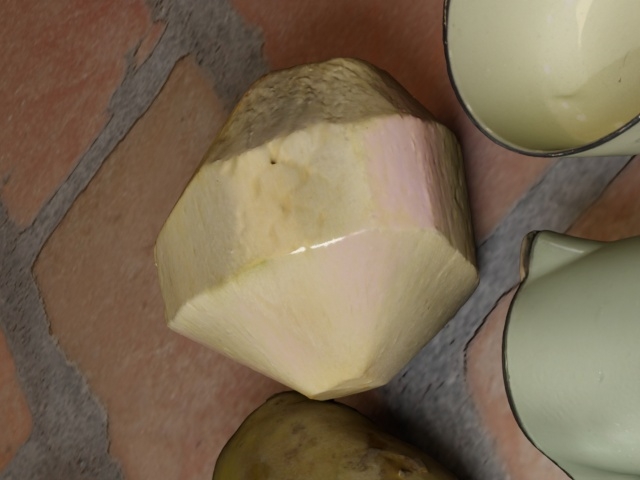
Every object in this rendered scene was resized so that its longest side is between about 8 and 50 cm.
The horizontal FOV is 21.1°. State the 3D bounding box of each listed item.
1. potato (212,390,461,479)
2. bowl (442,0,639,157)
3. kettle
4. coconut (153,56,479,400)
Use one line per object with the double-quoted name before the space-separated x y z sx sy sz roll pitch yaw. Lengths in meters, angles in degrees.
"potato" 0.018 0.203 1.277 0.262 0.165 0.165 17 91 54
"bowl" 0.211 -0.159 1.203 0.237 0.126 0.238 -17 66 43
"kettle" 0.251 0.096 1.076 0.255 0.165 0.240 -10 100 45
"coconut" 0.000 0.000 1.301 0.259 0.259 0.259 -16 67 43
